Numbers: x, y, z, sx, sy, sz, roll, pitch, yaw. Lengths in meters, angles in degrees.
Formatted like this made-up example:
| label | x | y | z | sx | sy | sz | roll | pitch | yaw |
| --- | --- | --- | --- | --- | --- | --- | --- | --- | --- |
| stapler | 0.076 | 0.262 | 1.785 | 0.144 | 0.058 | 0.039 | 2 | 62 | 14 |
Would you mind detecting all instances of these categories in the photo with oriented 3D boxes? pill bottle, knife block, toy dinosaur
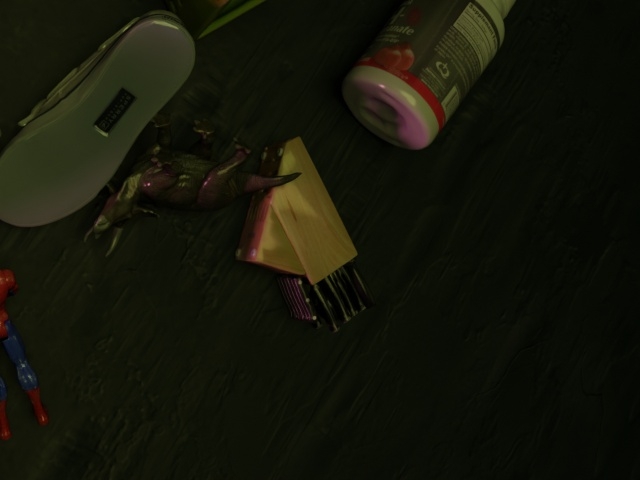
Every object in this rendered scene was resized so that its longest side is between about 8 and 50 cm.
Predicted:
| label | x | y | z | sx | sy | sz | roll | pitch | yaw |
| --- | --- | --- | --- | --- | --- | --- | --- | --- | --- |
| pill bottle | 0.189 | -0.319 | 1.459 | 0.176 | 0.176 | 0.318 | 43 | 72 | -21 |
| knife block | 0.000 | 0.000 | 1.418 | 0.242 | 0.088 | 0.276 | 17 | 83 | -27 |
| toy dinosaur | -0.189 | -0.093 | 1.293 | 0.313 | 0.160 | 0.121 | -10 | 57 | -28 |

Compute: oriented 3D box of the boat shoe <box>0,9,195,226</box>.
| label | x | y | z | sx | sy | sz | roll | pitch | yaw |
| --- | --- | --- | --- | --- | --- | --- | --- | --- | --- |
| boat shoe | -0.321 | -0.181 | 1.234 | 0.136 | 0.156 | 0.367 | 37 | 104 | -27 |

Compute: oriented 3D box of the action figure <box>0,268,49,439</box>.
| label | x | y | z | sx | sy | sz | roll | pitch | yaw |
| --- | --- | --- | --- | --- | --- | --- | --- | --- | --- |
| action figure | -0.447 | 0.114 | 1.203 | 0.091 | 0.139 | 0.280 | -20 | 121 | -28 |

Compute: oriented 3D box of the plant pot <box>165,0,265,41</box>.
| label | x | y | z | sx | sy | sz | roll | pitch | yaw |
| --- | --- | --- | --- | --- | --- | --- | --- | --- | --- |
| plant pot | -0.132 | -0.445 | 1.276 | 0.227 | 0.228 | 0.207 | -37 | 99 | -22 |
